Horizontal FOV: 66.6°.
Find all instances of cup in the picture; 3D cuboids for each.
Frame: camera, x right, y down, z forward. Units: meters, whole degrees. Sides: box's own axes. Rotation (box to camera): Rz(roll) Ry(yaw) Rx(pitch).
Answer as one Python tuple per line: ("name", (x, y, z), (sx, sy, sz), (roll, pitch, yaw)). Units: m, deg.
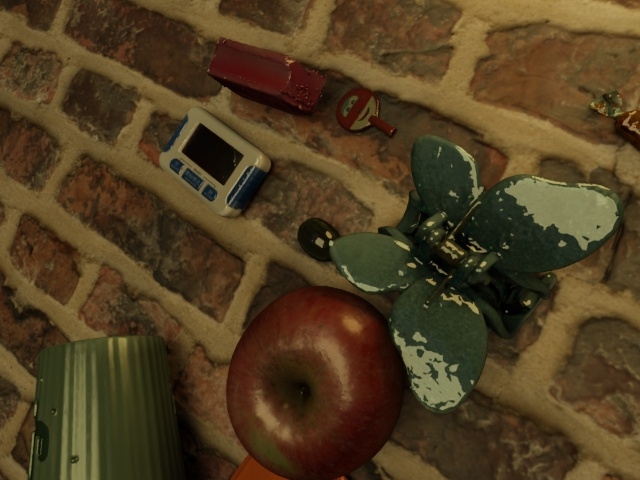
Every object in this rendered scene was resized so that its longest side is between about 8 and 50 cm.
("cup", (-0.494, 0.431, 1.059), (0.401, 0.310, 0.392), (-16, 72, 19))

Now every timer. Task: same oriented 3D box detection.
("timer", (-0.247, -0.183, 1.146), (0.253, 0.078, 0.178), (39, 97, 22))

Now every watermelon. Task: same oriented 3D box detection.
("watermelon", (0.000, 0.000, 1.016), (0.111, 0.078, 0.078), (41, 100, 22))

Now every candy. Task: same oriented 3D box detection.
("candy", (0.537, -0.187, 0.821), (0.053, 0.046, 0.182), (-44, 71, 14))

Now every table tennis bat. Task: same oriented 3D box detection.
("table tennis bat", (0.098, -0.266, 1.040), (0.155, 0.019, 0.098), (40, 99, 25))

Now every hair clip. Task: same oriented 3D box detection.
("hair clip", (0.227, 0.032, 0.821), (0.318, 0.238, 0.392), (40, 97, 23))

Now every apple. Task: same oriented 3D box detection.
("apple", (0.000, 0.249, 0.878), (0.345, 0.269, 0.344), (-1, 87, 22))

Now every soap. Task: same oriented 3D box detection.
("soap", (-0.107, -0.352, 1.058), (0.250, 0.162, 0.099), (24, 94, 25))

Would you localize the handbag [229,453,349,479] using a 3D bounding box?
("handbag", (-0.021, 0.606, 0.932), (0.410, 0.116, 0.303), (41, 103, 23))
